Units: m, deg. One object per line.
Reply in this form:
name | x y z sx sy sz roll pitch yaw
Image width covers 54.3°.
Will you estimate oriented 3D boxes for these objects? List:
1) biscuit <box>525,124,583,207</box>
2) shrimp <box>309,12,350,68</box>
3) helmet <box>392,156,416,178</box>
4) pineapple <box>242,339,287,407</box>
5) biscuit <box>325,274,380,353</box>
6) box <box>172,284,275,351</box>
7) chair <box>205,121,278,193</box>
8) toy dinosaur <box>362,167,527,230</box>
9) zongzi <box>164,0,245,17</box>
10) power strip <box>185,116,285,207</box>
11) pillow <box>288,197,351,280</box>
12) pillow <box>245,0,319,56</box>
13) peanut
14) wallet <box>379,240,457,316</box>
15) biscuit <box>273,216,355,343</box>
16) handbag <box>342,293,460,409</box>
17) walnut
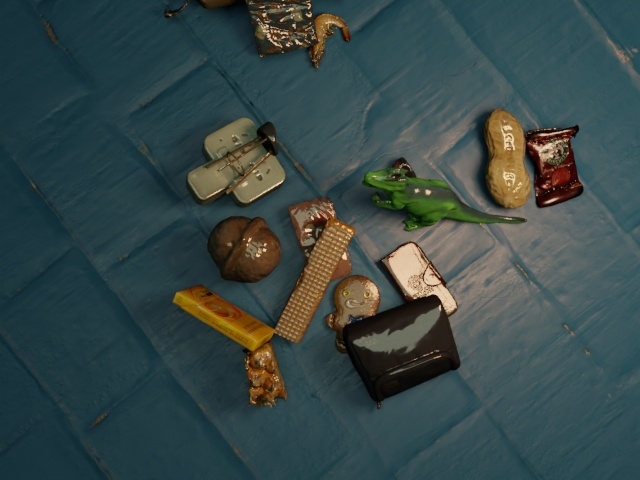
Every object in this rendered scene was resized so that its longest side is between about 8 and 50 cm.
biscuit | 0.700 -0.227 1.854 0.151 0.063 0.235 -15 109 -2
shrimp | 0.029 -0.602 1.898 0.124 0.034 0.178 5 82 -7
helmet | 0.243 -0.202 1.864 0.049 0.065 0.084 -30 98 37
pineapple | -0.163 0.370 1.786 0.114 0.186 0.236 -9 128 -8
biscuit | 0.106 0.220 1.849 0.180 0.039 0.236 0 85 1
box | -0.271 0.216 1.767 0.269 0.152 0.043 29 100 11
chair | -0.204 -0.234 1.754 0.221 0.104 0.095 -41 121 -14
toy dinosaur | 0.360 -0.128 1.712 0.500 0.374 0.144 2 79 2
zongzi | -0.208 -0.735 1.839 0.418 0.181 0.447 43 89 -6
power strip | -0.268 -0.199 1.840 0.261 0.141 0.229 -33 88 -16
pillow | 0.000 0.000 1.846 0.135 0.049 0.248 -18 95 0
pillow | -0.118 -0.673 1.807 0.189 0.034 0.255 -15 120 -1
peanut | 0.541 -0.240 1.831 0.136 0.120 0.298 0 84 -45
wallet | 0.296 0.130 1.855 0.137 0.031 0.255 -33 89 -6
biscuit | -0.017 0.116 1.805 0.094 0.054 0.379 26 100 3
handbag | 0.240 0.326 1.752 0.302 0.178 0.275 -21 99 -1
walnut | -0.216 0.025 1.766 0.224 0.224 0.224 0 87 0
